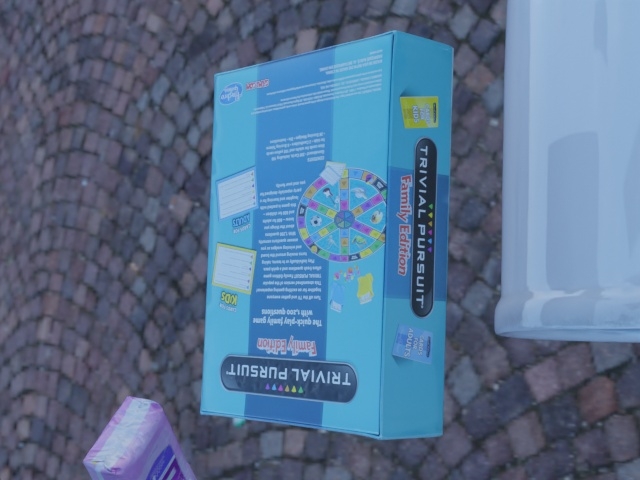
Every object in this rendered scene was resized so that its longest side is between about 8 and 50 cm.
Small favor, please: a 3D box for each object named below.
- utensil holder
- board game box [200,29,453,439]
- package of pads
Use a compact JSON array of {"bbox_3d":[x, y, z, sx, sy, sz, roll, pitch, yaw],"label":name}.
[{"bbox_3d":[0.352,-0.088,1.214,0.328,0.328,0.385,-5,81,47],"label":"utensil holder"},{"bbox_3d":[0.000,0.000,1.040,0.254,0.079,0.336,-3,84,49],"label":"board game box"},{"bbox_3d":[-0.100,0.133,0.644,0.032,0.083,0.050,12,48,27],"label":"package of pads"}]
